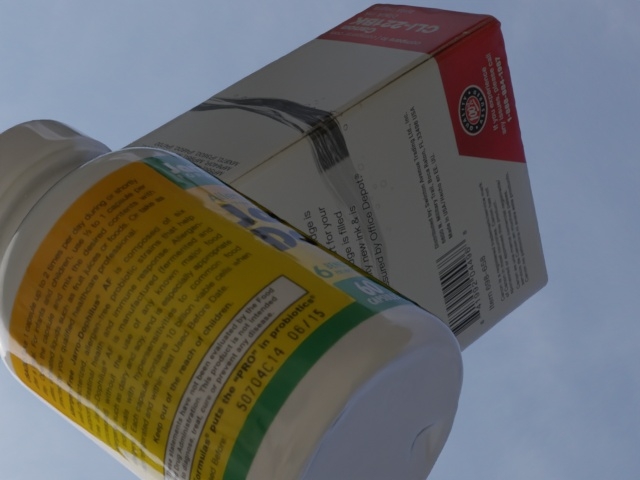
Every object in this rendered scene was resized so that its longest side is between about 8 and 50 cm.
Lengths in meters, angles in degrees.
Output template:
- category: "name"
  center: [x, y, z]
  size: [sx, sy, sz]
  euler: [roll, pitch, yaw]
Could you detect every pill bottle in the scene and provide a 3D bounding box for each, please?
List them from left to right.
- category: "pill bottle"
  center: [-0.056, 0.034, 0.615]
  size: [0.208, 0.117, 0.117]
  euler: [32, -84, 30]

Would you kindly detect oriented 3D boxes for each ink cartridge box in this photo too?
- category: "ink cartridge box"
  center: [0.000, 0.000, 0.933]
  size: [0.114, 0.273, 0.197]
  euler: [15, -50, 44]
